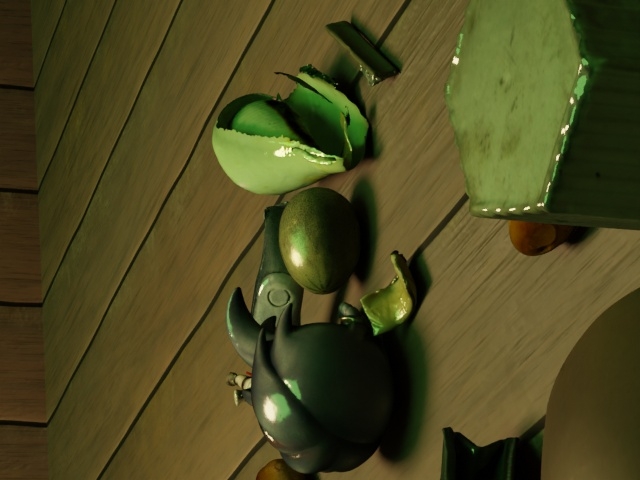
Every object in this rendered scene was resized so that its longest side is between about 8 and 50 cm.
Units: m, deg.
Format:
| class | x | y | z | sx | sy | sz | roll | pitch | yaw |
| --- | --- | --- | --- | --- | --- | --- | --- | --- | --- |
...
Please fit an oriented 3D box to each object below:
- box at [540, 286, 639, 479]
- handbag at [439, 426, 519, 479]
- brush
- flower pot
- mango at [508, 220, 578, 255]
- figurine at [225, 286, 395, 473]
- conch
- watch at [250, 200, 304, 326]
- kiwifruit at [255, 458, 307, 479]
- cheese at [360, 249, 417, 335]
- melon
| class | x | y | z | sx | sy | sz | roll | pitch | yaw |
| --- | --- | --- | --- | --- | --- | --- | --- | --- | --- |
| box | 0.274 | 0.161 | 1.021 | 0.216 | 0.301 | 0.301 | -96 | 21 | -47 |
| handbag | 0.117 | 0.321 | 1.571 | 0.260 | 0.079 | 0.247 | -69 | -9 | -71 |
| brush | 0.048 | -0.220 | 2.060 | 0.190 | 0.034 | 0.027 | -126 | 27 | -59 |
| flower pot | 0.223 | -0.116 | 1.324 | 0.209 | 0.190 | 0.239 | 124 | 144 | -53 |
| mango | 0.203 | -0.036 | 1.552 | 0.077 | 0.063 | 0.127 | -115 | 29 | -45 |
| figurine | -0.016 | 0.161 | 1.976 | 0.265 | 0.175 | 0.197 | 49 | 128 | 52 |
| conch | -0.029 | -0.139 | 2.134 | 0.137 | 0.143 | 0.250 | 53 | 145 | -10 |
| watch | -0.053 | 0.062 | 2.184 | 0.193 | 0.068 | 0.206 | -85 | 2 | -60 |
| kiwifruit | -0.044 | 0.326 | 2.155 | 0.124 | 0.075 | 0.075 | -105 | 27 | -51 |
| cheese | 0.080 | 0.061 | 1.907 | 0.084 | 0.041 | 0.060 | -55 | 41 | 29 |
| melon | 0.000 | 0.000 | 2.056 | 0.098 | 0.098 | 0.130 | 134 | 131 | -61 |
